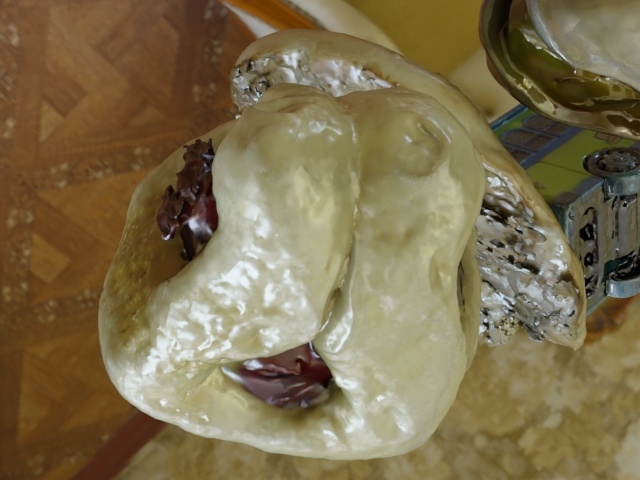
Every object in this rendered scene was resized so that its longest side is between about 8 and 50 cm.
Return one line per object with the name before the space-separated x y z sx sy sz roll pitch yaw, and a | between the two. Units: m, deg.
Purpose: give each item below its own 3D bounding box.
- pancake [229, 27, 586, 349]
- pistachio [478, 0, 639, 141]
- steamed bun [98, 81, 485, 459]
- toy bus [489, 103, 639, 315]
pancake | 0.074 -0.029 1.043 0.071 0.382 0.382 -51 146 -16
pistachio | 0.265 -0.176 0.957 0.288 0.197 0.166 0 163 -31
steamed bun | 0.000 0.000 0.503 0.172 0.140 0.155 9 147 -9
toy bus | 0.275 -0.060 1.225 0.312 0.190 0.152 -34 130 -35
